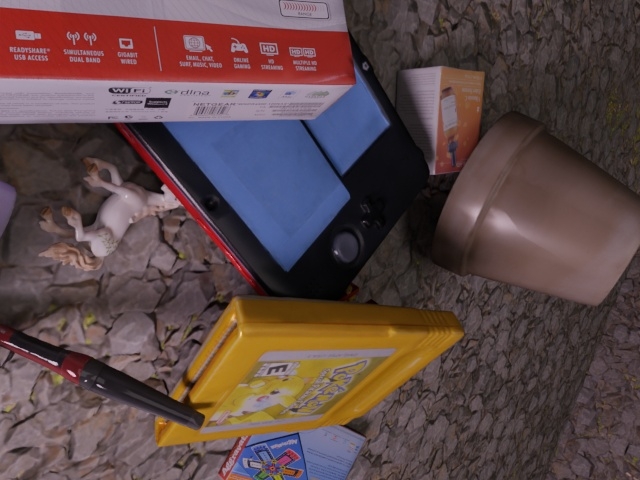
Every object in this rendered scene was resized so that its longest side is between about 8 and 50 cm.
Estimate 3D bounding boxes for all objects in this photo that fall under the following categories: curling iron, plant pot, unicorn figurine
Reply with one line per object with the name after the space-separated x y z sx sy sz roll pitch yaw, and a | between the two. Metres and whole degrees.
-0.249 0.144 0.470 0.274 0.035 0.068 24 80 -19 | curling iron
0.406 -0.034 0.837 0.323 0.280 0.323 -42 149 -33 | plant pot
-0.219 -0.036 0.503 0.162 0.060 0.111 -48 139 -5 | unicorn figurine

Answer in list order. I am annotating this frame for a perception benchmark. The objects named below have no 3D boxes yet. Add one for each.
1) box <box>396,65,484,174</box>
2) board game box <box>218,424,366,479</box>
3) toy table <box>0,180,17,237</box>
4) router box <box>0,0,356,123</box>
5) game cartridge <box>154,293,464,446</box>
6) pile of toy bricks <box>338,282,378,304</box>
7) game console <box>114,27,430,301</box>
0.206 -0.207 0.805 0.130 0.091 0.170 -13 110 -39 | box
-0.033 0.365 0.792 0.281 0.027 0.145 42 71 -40 | board game box
-0.346 0.032 0.292 0.274 0.252 0.161 -47 130 11 | toy table
-0.160 -0.242 0.334 0.336 0.082 0.301 -9 87 -25 | router box
-0.014 0.179 0.602 0.324 0.052 0.285 10 134 -32 | game cartridge
-0.009 0.152 0.703 0.212 0.118 0.105 -27 134 -33 | pile of toy bricks
-0.034 -0.137 0.561 0.342 0.060 0.386 -47 114 -27 | game console
